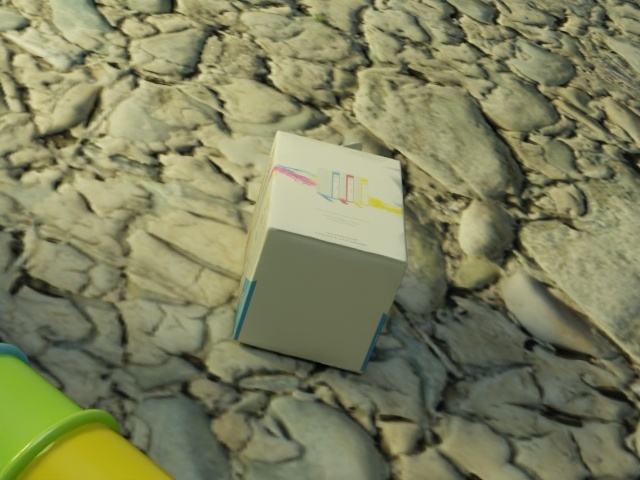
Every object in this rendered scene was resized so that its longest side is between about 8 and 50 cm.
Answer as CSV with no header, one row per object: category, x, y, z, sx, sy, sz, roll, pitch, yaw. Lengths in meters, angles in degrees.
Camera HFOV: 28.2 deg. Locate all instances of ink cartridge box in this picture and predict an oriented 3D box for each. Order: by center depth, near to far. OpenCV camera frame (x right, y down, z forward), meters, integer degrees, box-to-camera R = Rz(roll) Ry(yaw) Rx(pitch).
ink cartridge box,0.000,0.000,0.838,0.090,0.092,0.143,14,32,-8

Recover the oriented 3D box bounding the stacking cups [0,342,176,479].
stacking cups,-0.192,0.066,0.636,0.316,0.096,0.096,37,36,25
